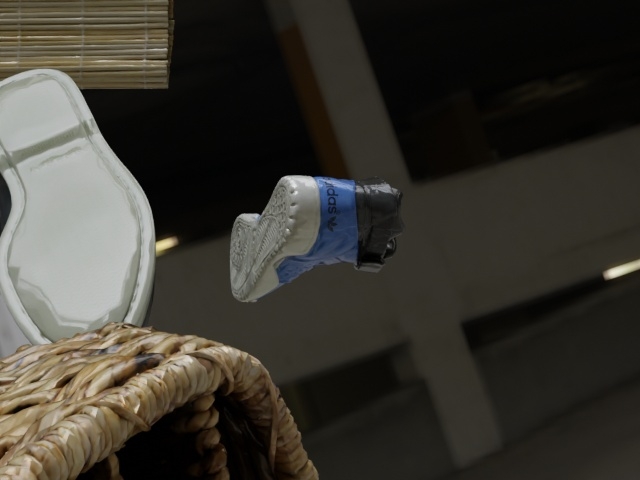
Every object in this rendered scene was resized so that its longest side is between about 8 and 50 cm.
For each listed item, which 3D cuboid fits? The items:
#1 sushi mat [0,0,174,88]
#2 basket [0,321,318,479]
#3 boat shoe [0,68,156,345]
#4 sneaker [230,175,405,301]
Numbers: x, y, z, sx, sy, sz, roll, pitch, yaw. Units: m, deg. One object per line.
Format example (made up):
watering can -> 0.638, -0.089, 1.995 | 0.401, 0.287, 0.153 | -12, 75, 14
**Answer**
sushi mat -> -0.312, -0.233, 1.716 | 0.316, 0.151, 0.019 | -1, -3, -3
basket -> -0.063, 0.195, 0.703 | 0.213, 0.299, 0.223 | -14, 9, -32
boat shoe -> -0.196, 0.002, 1.295 | 0.127, 0.340, 0.113 | -23, -46, -9
sneaker -> 0.000, 0.001, 0.981 | 0.084, 0.058, 0.152 | 2, -20, -19
